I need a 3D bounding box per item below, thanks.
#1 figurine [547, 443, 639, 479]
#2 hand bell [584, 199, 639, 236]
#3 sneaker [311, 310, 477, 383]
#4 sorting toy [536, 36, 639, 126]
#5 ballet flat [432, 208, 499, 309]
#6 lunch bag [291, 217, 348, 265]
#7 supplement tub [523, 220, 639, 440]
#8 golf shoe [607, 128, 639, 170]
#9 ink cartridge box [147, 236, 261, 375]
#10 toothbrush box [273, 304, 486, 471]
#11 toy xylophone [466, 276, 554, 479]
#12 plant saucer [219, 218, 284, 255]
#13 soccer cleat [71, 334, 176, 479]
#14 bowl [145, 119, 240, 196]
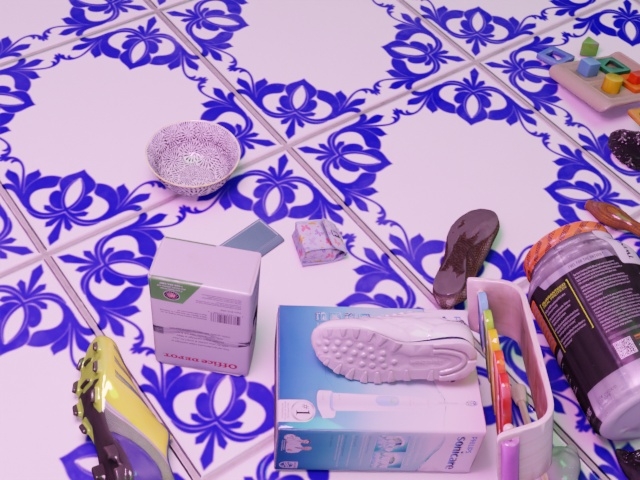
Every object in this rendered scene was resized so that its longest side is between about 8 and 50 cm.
[{"bbox_3d":[0.412,0.376,1.278,0.215,0.092,0.209,3,42,-2],"label":"figurine"},{"bbox_3d":[0.585,-0.013,1.621,0.126,0.126,0.242,-34,48,-29],"label":"hand bell"},{"bbox_3d":[0.103,0.143,1.281,0.235,0.090,0.094,7,34,-4],"label":"sneaker"},{"bbox_3d":[0.610,-0.345,1.877,0.196,0.047,0.347,-17,44,-23],"label":"sorting toy"},{"bbox_3d":[0.254,0.032,1.565,0.084,0.058,0.250,3,40,25],"label":"ballet flat"},{"bbox_3d":[0.000,0.000,1.561,0.083,0.053,0.071,-3,52,-20],"label":"lunch bag"},{"bbox_3d":[0.451,0.134,1.405,0.194,0.193,0.316,-10,53,-14],"label":"supplement tub"},{"bbox_3d":[0.667,-0.179,1.777,0.198,0.077,0.094,20,34,9],"label":"golf shoe"},{"bbox_3d":[-0.172,0.104,1.356,0.153,0.208,0.086,10,47,1],"label":"ink cartridge box"},{"bbox_3d":[0.079,0.219,1.337,0.296,0.126,0.216,1,49,-5],"label":"toothbrush box"},{"bbox_3d":[0.270,0.213,1.277,0.081,0.236,0.322,-7,32,5],"label":"toy xylophone"},{"bbox_3d":[-0.152,0.026,1.546,0.067,0.018,0.192,39,56,24],"label":"plant saucer"},{"bbox_3d":[-0.281,0.263,1.307,0.121,0.093,0.289,12,37,-37],"label":"soccer cleat"},{"bbox_3d":[-0.230,-0.133,1.629,0.170,0.080,0.170,3,49,-3],"label":"bowl"}]
